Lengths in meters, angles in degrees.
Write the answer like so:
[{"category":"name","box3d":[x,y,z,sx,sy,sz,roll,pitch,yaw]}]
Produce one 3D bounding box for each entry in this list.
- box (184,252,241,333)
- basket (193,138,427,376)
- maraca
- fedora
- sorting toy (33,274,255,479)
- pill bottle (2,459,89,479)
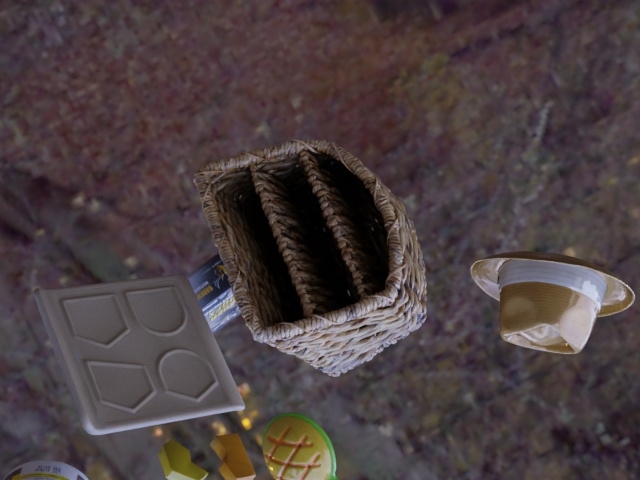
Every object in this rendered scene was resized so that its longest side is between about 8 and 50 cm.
[{"category":"box","box3d":[-0.211,0.121,1.928,0.231,0.056,0.183,-35,166,-20]},{"category":"basket","box3d":[0.000,0.000,1.775,0.213,0.299,0.223,-32,147,18]},{"category":"maraca","box3d":[-0.027,0.375,2.173,0.127,0.185,0.099,-27,-179,28]},{"category":"fedora","box3d":[0.246,0.076,1.414,0.194,0.079,0.194,12,162,4]},{"category":"sorting toy","box3d":[-0.207,0.177,1.588,0.229,0.307,0.041,-3,142,-36]},{"category":"pill bottle","box3d":[-0.316,0.350,1.433,0.117,0.117,0.215,-29,-153,14]}]
